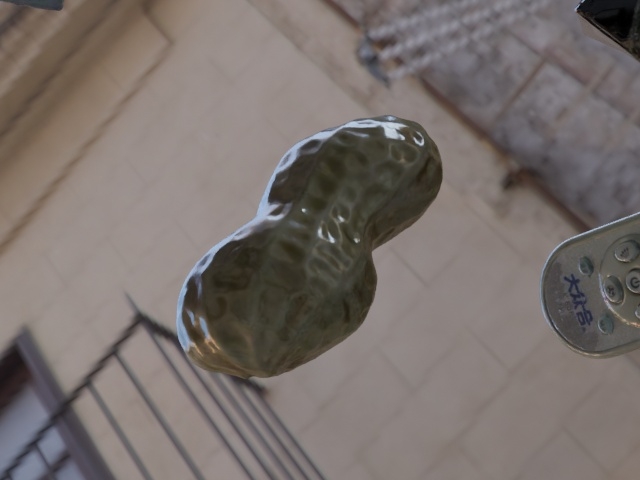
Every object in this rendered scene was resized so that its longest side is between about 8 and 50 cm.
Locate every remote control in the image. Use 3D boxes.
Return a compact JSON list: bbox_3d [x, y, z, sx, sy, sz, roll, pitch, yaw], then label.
[{"bbox_3d":[0.222,0.011,1.088,0.221,0.078,0.042,-23,-8,40],"label":"remote control"}]

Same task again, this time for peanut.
[{"bbox_3d":[0.000,0.000,1.518,0.298,0.136,0.120,-52,-9,-33],"label":"peanut"}]

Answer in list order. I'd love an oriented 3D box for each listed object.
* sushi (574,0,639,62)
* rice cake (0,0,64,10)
[{"bbox_3d":[0.268,-0.206,1.093,0.109,0.134,0.273,36,-77,4],"label":"sushi"},{"bbox_3d":[-0.263,-0.199,1.217,0.222,0.042,0.080,4,-49,-26],"label":"rice cake"}]
